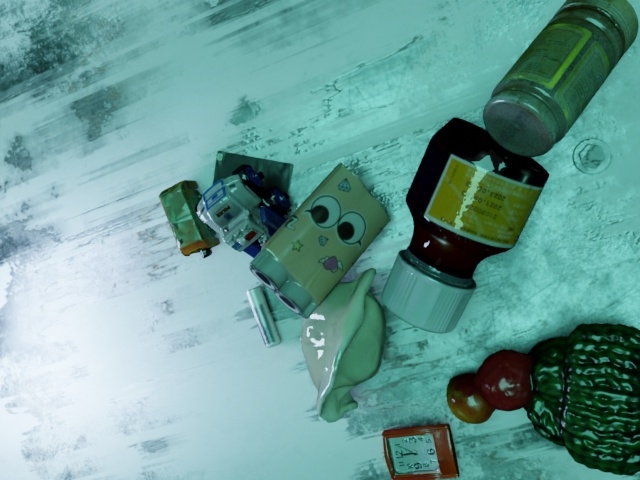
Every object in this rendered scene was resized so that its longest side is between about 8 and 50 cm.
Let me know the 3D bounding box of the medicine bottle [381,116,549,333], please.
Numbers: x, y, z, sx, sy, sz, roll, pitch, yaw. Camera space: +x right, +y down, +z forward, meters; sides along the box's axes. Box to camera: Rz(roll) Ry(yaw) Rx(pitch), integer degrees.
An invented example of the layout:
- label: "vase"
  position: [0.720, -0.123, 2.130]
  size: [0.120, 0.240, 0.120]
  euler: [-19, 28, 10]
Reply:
- label: "medicine bottle"
  position: [0.263, -0.021, 1.326]
  size: [0.242, 0.242, 0.395]
  euler: [29, 112, 12]

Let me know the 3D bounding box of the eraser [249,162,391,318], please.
- label: "eraser"
  position: [0.000, 0.000, 1.386]
  size: [0.171, 0.087, 0.290]
  euler: [46, 73, -15]

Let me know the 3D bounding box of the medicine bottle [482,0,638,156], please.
- label: "medicine bottle"
  position: [0.441, -0.309, 1.225]
  size: [0.151, 0.151, 0.322]
  euler: [37, 69, 11]

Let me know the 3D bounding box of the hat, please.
- label: "hat"
  position: [0.469, 0.295, 1.286]
  size: [0.332, 0.242, 0.274]
  euler: [2, 68, 23]

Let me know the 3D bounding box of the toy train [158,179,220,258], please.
- label: "toy train"
  position: [-0.299, -0.049, 1.534]
  size: [0.072, 0.099, 0.188]
  euler: [-23, 85, 14]

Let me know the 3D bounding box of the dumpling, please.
- label: "dumpling"
  position: [0.034, 0.215, 1.378]
  size: [0.187, 0.243, 0.318]
  euler: [12, 108, 15]

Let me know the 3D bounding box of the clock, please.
- label: "clock"
  position: [0.215, 0.456, 1.437]
  size: [0.155, 0.061, 0.113]
  euler: [-12, 89, 19]

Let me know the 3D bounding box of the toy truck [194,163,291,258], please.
- label: "toy truck"
  position: [-0.156, -0.038, 1.439]
  size: [0.161, 0.213, 0.177]
  euler: [-37, 42, 18]

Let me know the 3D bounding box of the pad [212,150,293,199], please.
- label: "pad"
  position: [-0.161, -0.137, 1.543]
  size: [0.193, 0.004, 0.116]
  euler: [12, 96, 13]

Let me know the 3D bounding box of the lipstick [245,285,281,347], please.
- label: "lipstick"
  position: [-0.131, 0.176, 1.528]
  size: [0.040, 0.040, 0.141]
  euler: [-21, 87, 15]

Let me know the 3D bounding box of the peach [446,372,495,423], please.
- label: "peach"
  position: [0.310, 0.327, 1.384]
  size: [0.100, 0.100, 0.101]
  euler: [1, 92, 15]
